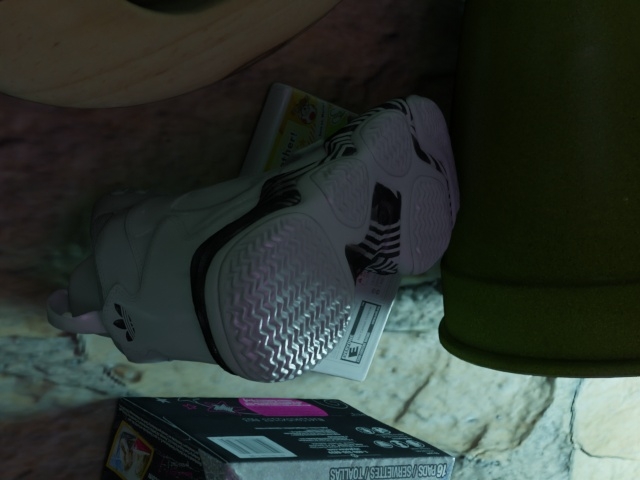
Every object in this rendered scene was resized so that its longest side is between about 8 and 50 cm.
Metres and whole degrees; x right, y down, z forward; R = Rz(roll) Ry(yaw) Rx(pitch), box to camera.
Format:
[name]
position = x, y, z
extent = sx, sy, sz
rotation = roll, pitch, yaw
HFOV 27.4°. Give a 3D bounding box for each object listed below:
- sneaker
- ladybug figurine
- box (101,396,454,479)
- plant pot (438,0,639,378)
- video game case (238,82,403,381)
[sneaker]
position = -0.042, -0.014, 1.003
extent = 0.366, 0.210, 0.137
rotation = -41, 124, -52
[ladybug figurine]
position = -0.112, -0.260, 0.862
extent = 0.449, 0.162, 0.305
rotation = -33, 123, -28
[box]
position = -0.038, 0.222, 1.090
extent = 0.247, 0.163, 0.142
rotation = 6, 99, -41
[plant pot]
position = 0.261, -0.104, 1.140
extent = 0.366, 0.366, 0.353
rotation = -17, 103, -35
[video game case]
position = 0.000, 0.000, 1.140
extent = 0.206, 0.026, 0.227
rotation = 18, 94, -43
